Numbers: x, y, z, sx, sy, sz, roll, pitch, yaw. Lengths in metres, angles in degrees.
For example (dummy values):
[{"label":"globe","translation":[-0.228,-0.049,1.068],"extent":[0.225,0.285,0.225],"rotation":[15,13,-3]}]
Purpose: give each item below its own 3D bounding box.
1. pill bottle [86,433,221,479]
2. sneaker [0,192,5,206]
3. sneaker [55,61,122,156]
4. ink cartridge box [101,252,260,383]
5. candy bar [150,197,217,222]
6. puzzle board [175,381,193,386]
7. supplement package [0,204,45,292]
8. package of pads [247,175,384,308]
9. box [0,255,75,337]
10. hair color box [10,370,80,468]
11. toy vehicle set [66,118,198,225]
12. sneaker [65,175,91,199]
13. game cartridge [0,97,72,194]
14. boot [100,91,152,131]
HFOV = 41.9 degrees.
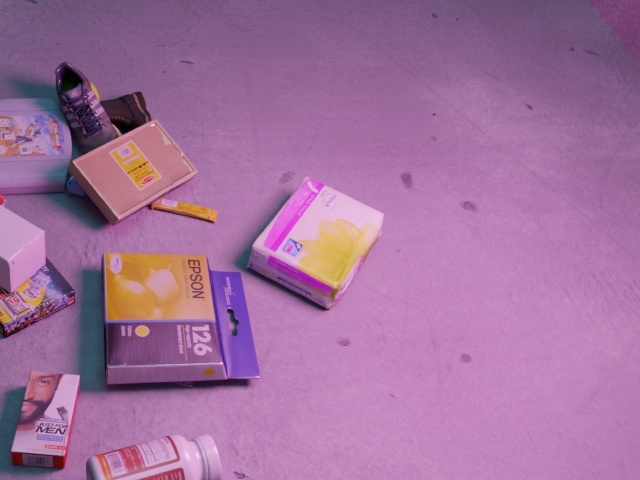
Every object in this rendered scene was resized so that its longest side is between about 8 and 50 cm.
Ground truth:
[{"label":"pill bottle","translation":[-0.290,0.412,1.463],"extent":[0.216,0.121,0.121],"rotation":[-10,53,-26]},{"label":"sneaker","translation":[-0.817,-0.117,1.778],"extent":[0.279,0.118,0.107],"rotation":[14,47,-5]},{"label":"sneaker","translation":[-0.570,-0.304,2.003],"extent":[0.111,0.121,0.300],"rotation":[-32,63,-5]},{"label":"ink cartridge box","translation":[-0.291,0.153,1.724],"extent":[0.307,0.072,0.304],"rotation":[-1,44,-16]},{"label":"candy bar","translation":[-0.322,-0.074,1.969],"extent":[0.161,0.018,0.040],"rotation":[12,43,-7]},{"label":"puzzle board","translation":[-0.292,0.233,1.703],"extent":[0.096,0.011,0.128],"rotation":[15,46,-4]},{"label":"supplement package","translation":[-0.654,0.001,1.668],"extent":[0.179,0.105,0.105],"rotation":[30,46,11]},{"label":"package of pads","translation":[0.000,0.000,1.948],"extent":[0.229,0.101,0.296],"rotation":[27,47,8]},{"label":"box","translation":[-0.636,0.074,1.713],"extent":[0.159,0.044,0.233],"rotation":[-29,63,-36]},{"label":"hair color box","translation":[-0.499,0.325,1.523],"extent":[0.093,0.053,0.167],"rotation":[7,46,-11]},{"label":"toy vehicle set","translation":[-0.427,-0.162,1.927],"extent":[0.166,0.035,0.267],"rotation":[52,46,0]},{"label":"sneaker","translation":[-0.503,-0.108,1.912],"extent":[0.162,0.063,0.073],"rotation":[10,50,-9]},{"label":"game cartridge","translation":[-0.691,-0.231,1.971],"extent":[0.198,0.062,0.297],"rotation":[-8,52,-19]},{"label":"boot","translation":[-0.493,-0.288,2.085],"extent":[0.137,0.077,0.198],"rotation":[-13,45,-18]}]
